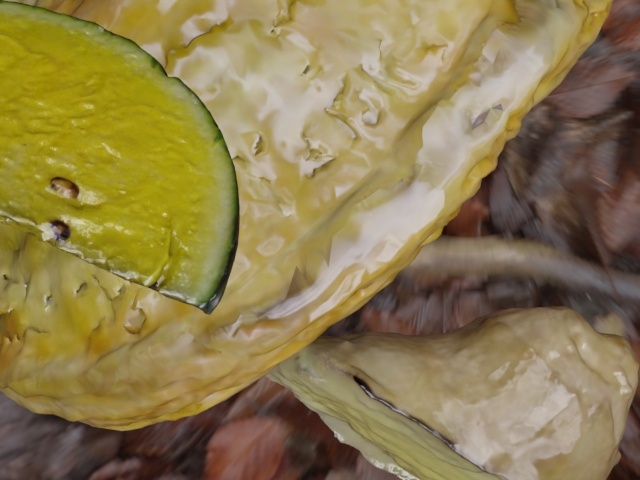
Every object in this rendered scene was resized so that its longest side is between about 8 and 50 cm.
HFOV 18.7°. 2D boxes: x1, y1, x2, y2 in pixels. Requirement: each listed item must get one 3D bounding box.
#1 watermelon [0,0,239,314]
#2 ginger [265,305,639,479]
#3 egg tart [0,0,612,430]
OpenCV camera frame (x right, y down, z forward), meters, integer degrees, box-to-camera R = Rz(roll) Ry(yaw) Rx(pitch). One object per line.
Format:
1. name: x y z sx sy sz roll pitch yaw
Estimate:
1. watermelon: -0.098 -0.041 0.631 0.181 0.092 0.075 23 92 8
2. ginger: 0.073 0.074 1.020 0.193 0.115 0.123 29 86 -11
3. egg tart: -0.063 -0.110 1.021 0.443 0.443 0.178 -42 122 6
